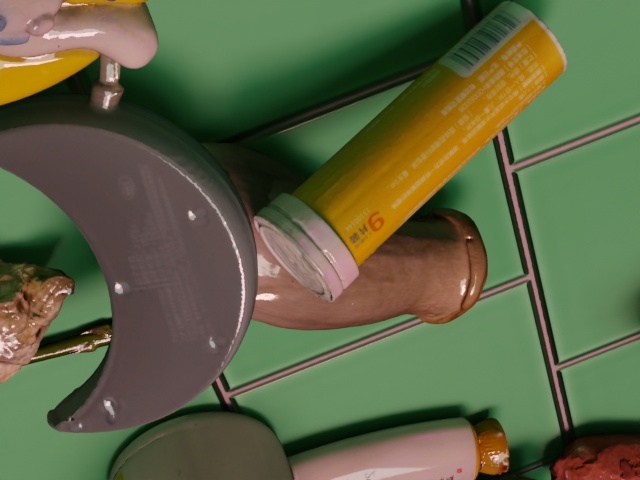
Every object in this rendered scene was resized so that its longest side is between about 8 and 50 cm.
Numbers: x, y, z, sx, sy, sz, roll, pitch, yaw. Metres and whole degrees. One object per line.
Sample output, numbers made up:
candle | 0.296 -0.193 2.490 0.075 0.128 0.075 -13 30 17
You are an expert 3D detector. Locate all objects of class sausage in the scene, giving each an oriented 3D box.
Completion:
sausage | 0.260 0.201 1.610 0.141 0.076 0.076 6 132 -29

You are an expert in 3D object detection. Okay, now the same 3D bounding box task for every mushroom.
mushroom | -0.004 0.009 1.272 0.247 0.108 0.096 14 161 -31

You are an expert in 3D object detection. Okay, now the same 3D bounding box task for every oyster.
oyster | -0.276 0.064 1.230 0.209 0.072 0.132 3 130 -24

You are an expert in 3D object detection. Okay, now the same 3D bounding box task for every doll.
doll | -0.178 -0.158 1.006 0.237 0.111 0.252 -42 144 23

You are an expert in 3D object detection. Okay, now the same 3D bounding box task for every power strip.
power strip | -0.125 0.000 1.167 0.168 0.054 0.253 -9 116 8

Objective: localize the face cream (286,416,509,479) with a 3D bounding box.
face cream | 0.061 0.180 1.513 0.182 0.051 0.072 -8 133 -17

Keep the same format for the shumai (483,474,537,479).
shumai | 0.098 0.286 1.593 0.185 0.184 0.218 22 145 4

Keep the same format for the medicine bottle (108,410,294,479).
medicine bottle | -0.066 0.263 1.389 0.143 0.258 0.143 -12 138 -11

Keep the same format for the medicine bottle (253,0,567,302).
medicine bottle | 0.060 -0.059 1.188 0.218 0.074 0.074 -43 140 -12

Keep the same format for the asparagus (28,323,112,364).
asparagus | -0.186 0.077 1.319 0.233 0.022 0.023 -15 -177 -12
